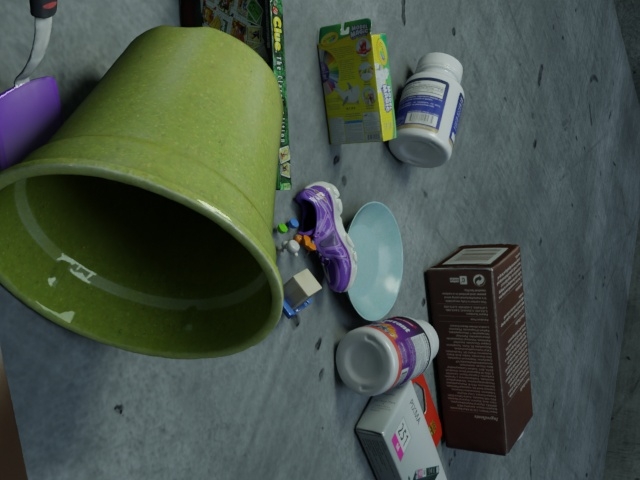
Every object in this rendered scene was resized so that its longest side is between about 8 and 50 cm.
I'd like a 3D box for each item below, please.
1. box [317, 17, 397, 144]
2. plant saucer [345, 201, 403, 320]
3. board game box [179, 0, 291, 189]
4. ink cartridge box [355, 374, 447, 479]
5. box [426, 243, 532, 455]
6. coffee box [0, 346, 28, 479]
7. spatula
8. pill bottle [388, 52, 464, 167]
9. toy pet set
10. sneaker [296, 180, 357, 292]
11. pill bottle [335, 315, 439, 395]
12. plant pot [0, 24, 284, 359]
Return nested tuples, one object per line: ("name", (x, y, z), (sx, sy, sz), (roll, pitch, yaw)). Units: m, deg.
("box", (0.054, -0.237, 1.155), (0.043, 0.105, 0.179), (-23, 110, -48))
("plant saucer", (0.075, 0.034, 1.253), (0.195, 0.037, 0.195), (1, 88, -57))
("board game box", (-0.101, -0.186, 0.895), (0.030, 0.136, 0.259), (-11, 100, -60))
("ink cartridge box", (0.173, 0.348, 1.385), (0.239, 0.060, 0.275), (-52, 132, -41))
("box", (0.327, 0.212, 1.545), (0.191, 0.143, 0.381), (-24, 109, -57))
("coffee box", (-0.327, 0.106, 0.585), (0.141, 0.098, 0.246), (-23, 109, -54))
("spatula", (-0.245, -0.177, 0.661), (0.084, 0.030, 0.296), (-44, 161, -48))
("pill bottle", (0.194, -0.234, 1.364), (0.112, 0.112, 0.186), (45, 54, -47))
("toy pet set", (-0.053, 0.044, 1.059), (0.114, 0.065, 0.122), (53, 33, 7))
("sneaker", (0.000, 0.000, 1.132), (0.071, 0.068, 0.170), (-25, 103, -38))
("pill bottle", (0.118, 0.181, 1.254), (0.193, 0.108, 0.108), (-6, 95, -57))
("plant pot", (-0.146, -0.064, 0.744), (0.276, 0.276, 0.254), (55, 36, -41))
